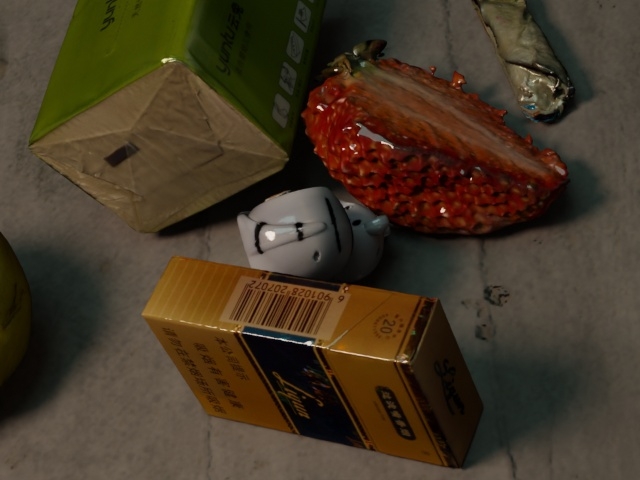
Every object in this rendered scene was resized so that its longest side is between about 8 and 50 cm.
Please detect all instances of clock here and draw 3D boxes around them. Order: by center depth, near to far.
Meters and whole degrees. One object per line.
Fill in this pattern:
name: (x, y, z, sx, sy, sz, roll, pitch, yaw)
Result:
clock: (0.000, -0.001, 1.432, 0.117, 0.176, 0.080, -19, 82, 2)

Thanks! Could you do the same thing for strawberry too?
strawberry: (0.083, -0.068, 1.499, 0.175, 0.107, 0.236, -6, 40, -33)

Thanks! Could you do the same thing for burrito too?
burrito: (0.183, -0.174, 1.575, 0.051, 0.042, 0.171, -21, 46, 1)

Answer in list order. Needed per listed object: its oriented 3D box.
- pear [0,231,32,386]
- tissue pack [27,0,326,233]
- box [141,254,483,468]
pear: (-0.347, 0.057, 1.506, 0.200, 0.200, 0.200, -11, 50, 14)
tissue pack: (-0.120, -0.178, 1.576, 0.200, 0.167, 0.275, -25, 37, 37)
box: (-0.004, 0.093, 1.362, 0.237, 0.152, 0.070, 11, 57, 28)
